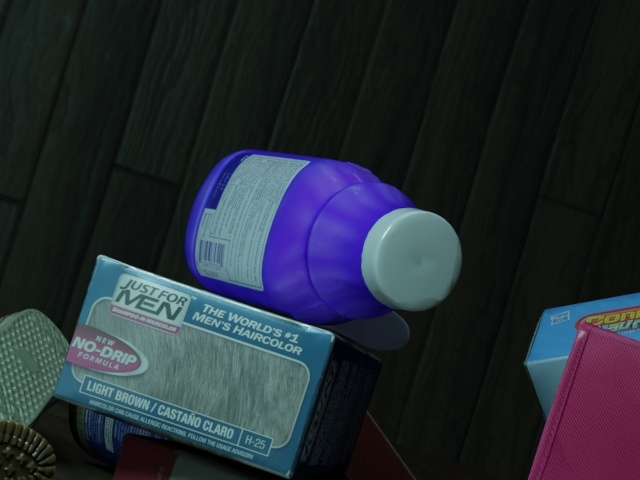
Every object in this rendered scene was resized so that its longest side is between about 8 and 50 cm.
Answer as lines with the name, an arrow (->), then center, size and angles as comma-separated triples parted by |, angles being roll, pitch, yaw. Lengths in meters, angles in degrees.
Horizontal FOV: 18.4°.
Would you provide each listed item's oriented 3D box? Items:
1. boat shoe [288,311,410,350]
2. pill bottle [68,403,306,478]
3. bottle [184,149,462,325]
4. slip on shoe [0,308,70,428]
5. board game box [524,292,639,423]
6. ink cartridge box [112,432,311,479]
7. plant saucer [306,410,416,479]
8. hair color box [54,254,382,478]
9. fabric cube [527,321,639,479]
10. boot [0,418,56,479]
boat shoe -> 0.021, 0.061, 1.507 | 0.100, 0.035, 0.035 | 13, -2, 10
pill bottle -> -0.118, 0.175, 1.805 | 0.219, 0.122, 0.123 | 19, 1, 40
bottle -> 0.000, 0.000, 1.396 | 0.092, 0.118, 0.283 | 21, -5, -28
slip on shoe -> -0.308, 0.135, 1.699 | 0.123, 0.101, 0.331 | 55, 13, 1
board game box -> 0.354, 0.176, 1.552 | 0.308, 0.302, 0.086 | -11, 24, 23
ink cartridge box -> -0.022, 0.212, 1.367 | 0.218, 0.092, 0.158 | 14, -4, 28
plant saucer -> -0.008, 0.200, 1.900 | 0.258, 0.048, 0.259 | 15, -34, 55
hair color box -> -0.064, 0.101, 1.455 | 0.174, 0.105, 0.347 | 18, -4, 9
fabric cube -> 0.274, 0.219, 1.330 | 0.258, 0.254, 0.259 | 18, -1, 17
boot -> -0.280, 0.156, 1.496 | 0.158, 0.059, 0.085 | 17, -6, -34
